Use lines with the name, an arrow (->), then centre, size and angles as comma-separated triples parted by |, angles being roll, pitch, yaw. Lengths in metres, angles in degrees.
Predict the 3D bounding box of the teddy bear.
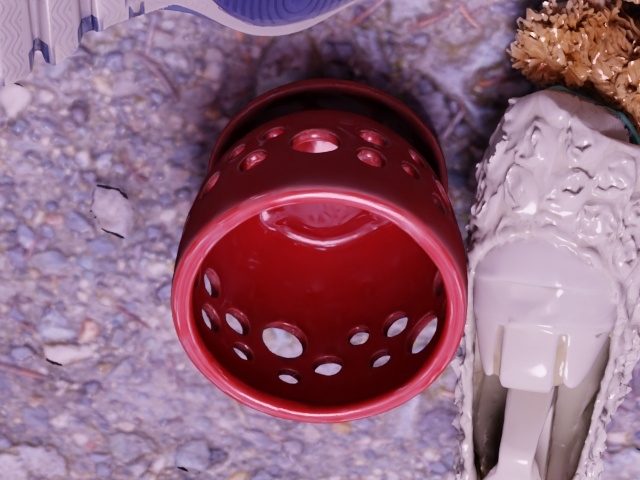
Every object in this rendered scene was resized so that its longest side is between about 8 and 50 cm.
teddy bear -> 0.290, -0.096, 1.231 | 0.245, 0.113, 0.338 | -37, 115, 25

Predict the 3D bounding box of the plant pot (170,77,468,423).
plant pot -> 0.000, 0.000, 1.260 | 0.191, 0.174, 0.191 | 0, 123, 0

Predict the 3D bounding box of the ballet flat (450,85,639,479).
ballet flat -> 0.158, 0.090, 1.303 | 0.147, 0.147, 0.409 | 0, 132, 1

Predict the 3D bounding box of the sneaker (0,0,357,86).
sneaker -> -0.137, -0.205, 1.161 | 0.315, 0.182, 0.127 | -14, 129, -25
